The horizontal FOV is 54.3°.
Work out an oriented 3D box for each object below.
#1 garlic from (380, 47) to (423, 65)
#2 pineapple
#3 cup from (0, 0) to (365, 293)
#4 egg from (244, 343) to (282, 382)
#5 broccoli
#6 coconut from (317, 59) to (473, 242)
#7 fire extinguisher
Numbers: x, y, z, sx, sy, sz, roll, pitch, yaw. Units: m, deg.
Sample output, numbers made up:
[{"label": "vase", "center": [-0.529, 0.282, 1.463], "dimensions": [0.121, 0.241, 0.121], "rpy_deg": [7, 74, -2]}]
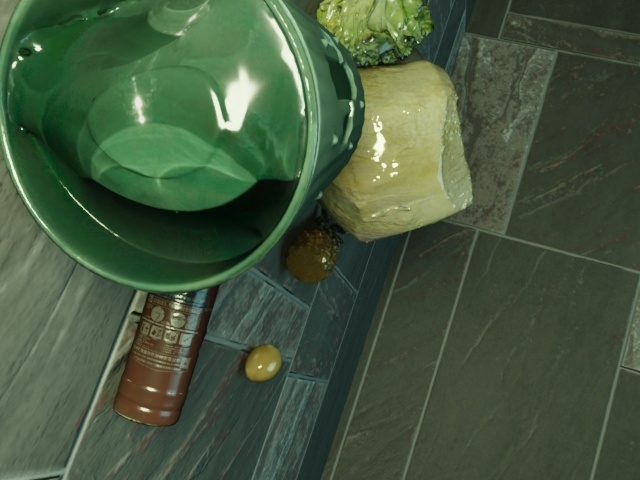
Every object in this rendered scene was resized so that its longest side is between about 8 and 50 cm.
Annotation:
[{"label": "garlic", "center": [0.286, -0.442, 1.884], "dimensions": [0.340, 0.231, 0.246], "rpy_deg": [-56, 155, -33]}, {"label": "pineapple", "center": [-0.001, 0.000, 1.555], "dimensions": [0.248, 0.128, 0.128], "rpy_deg": [-60, 160, -55]}, {"label": "cup", "center": [-0.102, -0.183, 0.687], "dimensions": [0.392, 0.310, 0.401], "rpy_deg": [-44, 149, -70]}, {"label": "egg", "center": [-0.134, 0.287, 1.441], "dimensions": [0.096, 0.080, 0.080], "rpy_deg": [-52, 154, -38]}, {"label": "broccoli", "center": [0.103, -0.480, 1.236], "dimensions": [0.288, 0.247, 0.246], "rpy_deg": [-124, -157, -49]}, {"label": "coconut", "center": [0.114, -0.187, 1.345], "dimensions": [0.404, 0.404, 0.405], "rpy_deg": [16, 90, -74]}, {"label": "fire extinguisher", "center": [-0.195, 0.102, 0.938], "dimensions": [0.102, 0.138, 0.344], "rpy_deg": [89, 19, -88]}]
